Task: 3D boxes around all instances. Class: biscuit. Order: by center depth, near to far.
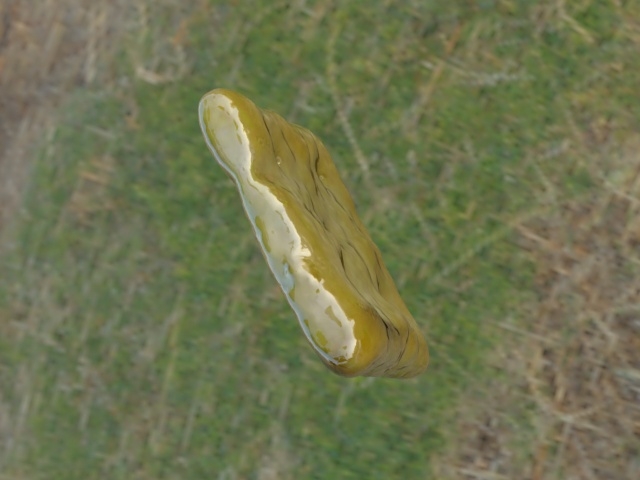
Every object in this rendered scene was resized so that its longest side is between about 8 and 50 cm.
[{"bbox_3d":[0.000,0.000,0.467,0.018,0.083,0.081,-31,77,11],"label":"biscuit"}]
